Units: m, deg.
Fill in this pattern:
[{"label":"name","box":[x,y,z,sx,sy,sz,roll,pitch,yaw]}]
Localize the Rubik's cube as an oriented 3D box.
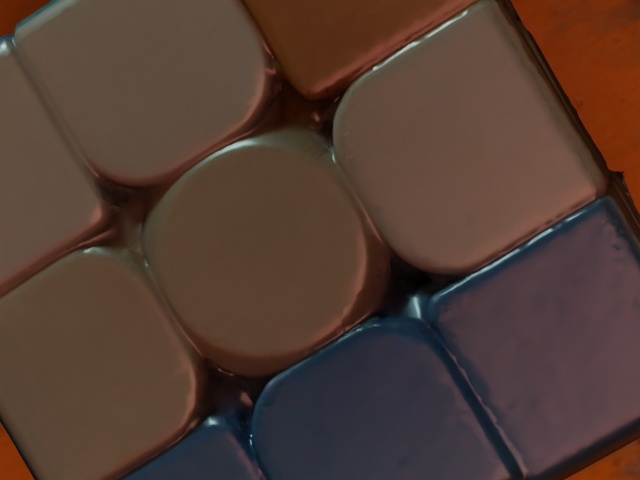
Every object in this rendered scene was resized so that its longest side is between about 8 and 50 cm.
[{"label":"Rubik's cube","box":[0.000,0.000,1.043,0.344,0.346,0.347,-32,87,10]}]
